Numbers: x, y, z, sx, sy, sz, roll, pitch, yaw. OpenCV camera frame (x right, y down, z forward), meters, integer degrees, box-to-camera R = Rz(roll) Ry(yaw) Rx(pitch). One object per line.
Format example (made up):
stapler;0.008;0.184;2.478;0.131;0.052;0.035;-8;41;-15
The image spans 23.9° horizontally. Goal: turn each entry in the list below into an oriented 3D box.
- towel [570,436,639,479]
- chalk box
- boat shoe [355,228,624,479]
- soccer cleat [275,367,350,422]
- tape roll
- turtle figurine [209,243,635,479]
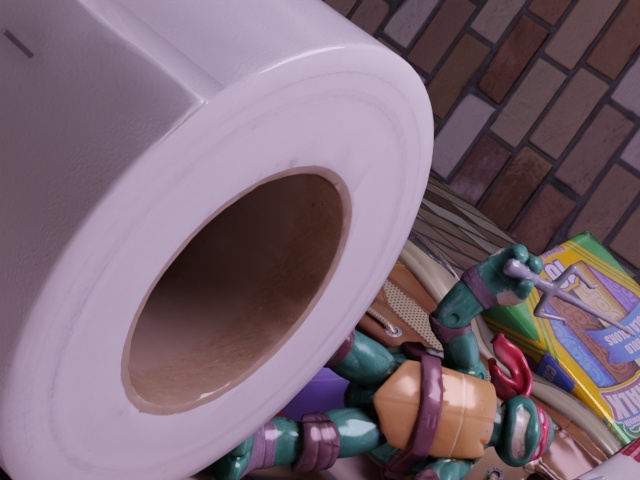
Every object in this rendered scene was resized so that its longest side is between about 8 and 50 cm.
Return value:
towel;0.228;0.216;0.853;0.237;0.037;0.329;40;35;25
chalk box;0.193;0.125;1.077;0.132;0.132;0.213;-22;64;-42
boat shoe;0.087;0.131;1.002;0.120;0.123;0.324;-23;61;-41
soccer cleat;-0.067;0.053;0.944;0.095;0.083;0.248;-11;44;-47
tape roll;-0.091;-0.024;0.683;0.169;0.246;0.246;40;10;27
turtle figurine;0.060;0.093;0.840;0.234;0.175;0.118;10;-25;-18
